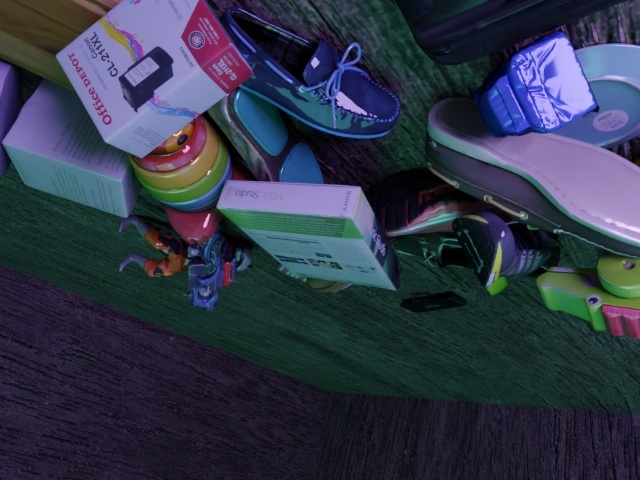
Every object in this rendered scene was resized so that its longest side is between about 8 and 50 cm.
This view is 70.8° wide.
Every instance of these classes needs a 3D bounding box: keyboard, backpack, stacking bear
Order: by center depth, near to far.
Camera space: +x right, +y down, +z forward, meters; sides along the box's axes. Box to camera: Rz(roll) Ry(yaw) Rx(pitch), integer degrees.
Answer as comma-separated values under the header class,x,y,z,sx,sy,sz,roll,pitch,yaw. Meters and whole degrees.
class,x,y,z,sx,sy,sz,roll,pitch,yaw
backpack,0.228,-0.167,0.509,0.101,0.120,0.098,-22,99,12
stacking bear,-0.224,-0.140,0.704,0.164,0.175,0.289,45,168,17
keyboard,0.307,0.173,1.272,0.108,0.023,0.180,22,152,-32

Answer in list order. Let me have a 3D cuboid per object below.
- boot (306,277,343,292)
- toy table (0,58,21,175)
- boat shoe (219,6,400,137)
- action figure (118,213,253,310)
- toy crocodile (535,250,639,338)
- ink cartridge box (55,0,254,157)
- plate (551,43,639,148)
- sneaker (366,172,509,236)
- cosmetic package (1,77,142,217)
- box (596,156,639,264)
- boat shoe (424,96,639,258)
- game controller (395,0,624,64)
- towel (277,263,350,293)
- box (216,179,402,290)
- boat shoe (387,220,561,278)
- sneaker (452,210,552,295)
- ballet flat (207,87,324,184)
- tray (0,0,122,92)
class,x,y,z,sx,sy,sz,roll,pitch,yaw
boot,-0.020,0.009,1.024,0.236,0.089,0.269,-28,136,33
toy table,-0.575,-0.208,0.701,0.160,0.253,0.274,10,163,-29
boat shoe,-0.014,-0.206,0.570,0.258,0.109,0.089,16,150,-10
action figure,-0.325,0.003,1.138,0.329,0.179,0.342,13,128,-15
toy crocodile,0.432,0.082,0.518,0.340,0.105,0.115,5,145,39
ink cartridge box,-0.187,-0.199,0.512,0.175,0.128,0.072,-34,171,7
plate,0.343,-0.166,0.577,0.188,0.024,0.188,11,153,6
sneaker,0.211,-0.048,0.770,0.313,0.116,0.136,-11,147,40
cosmetic package,-0.405,-0.159,0.790,0.183,0.152,0.151,19,154,-11
box,0.560,-0.025,0.524,0.279,0.177,0.290,28,153,-1
boat shoe,0.275,-0.072,0.577,0.324,0.116,0.097,34,152,24
game controller,0.212,-0.274,0.400,0.319,0.067,0.166,-10,131,38
towel,-0.010,0.086,1.242,0.196,0.029,0.144,23,152,-14
box,0.000,0.000,0.795,0.232,0.059,0.322,6,160,24
boat shoe,0.287,0.018,0.886,0.334,0.096,0.112,1,152,23
sneaker,0.286,0.006,0.696,0.121,0.111,0.300,-29,161,16
ballet flat,-0.086,-0.151,0.745,0.106,0.108,0.316,20,156,34
tray,-0.429,-0.328,0.555,0.410,0.076,0.202,22,153,-20
